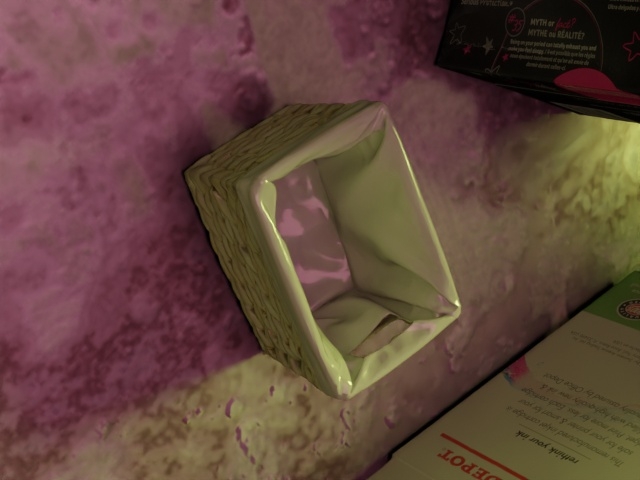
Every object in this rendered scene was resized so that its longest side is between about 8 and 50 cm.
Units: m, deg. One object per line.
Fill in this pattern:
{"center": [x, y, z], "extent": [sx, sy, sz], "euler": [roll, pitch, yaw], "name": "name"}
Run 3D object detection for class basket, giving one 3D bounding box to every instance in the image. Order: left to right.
{"center": [0.000, 0.000, 0.836], "extent": [0.113, 0.103, 0.167], "euler": [-34, 118, -24], "name": "basket"}

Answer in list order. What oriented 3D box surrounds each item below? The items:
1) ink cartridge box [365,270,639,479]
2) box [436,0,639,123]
{"center": [0.202, 0.181, 0.948], "extent": [0.353, 0.207, 0.119], "euler": [-33, 120, -23], "name": "ink cartridge box"}
{"center": [0.229, -0.156, 0.867], "extent": [0.163, 0.247, 0.142], "euler": [12, 95, -35], "name": "box"}
